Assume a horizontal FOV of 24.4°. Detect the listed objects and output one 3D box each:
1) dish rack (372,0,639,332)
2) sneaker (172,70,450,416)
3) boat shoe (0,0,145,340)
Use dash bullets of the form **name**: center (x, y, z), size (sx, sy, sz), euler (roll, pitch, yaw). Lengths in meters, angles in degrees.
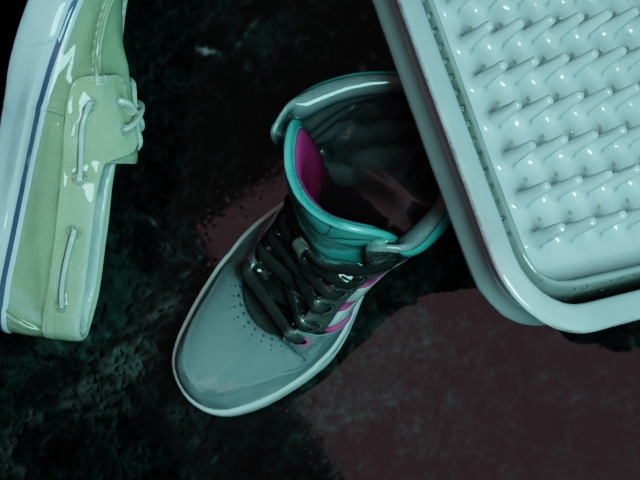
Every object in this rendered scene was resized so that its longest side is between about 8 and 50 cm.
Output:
- **dish rack**: center (0.151, -0.110, 0.888), size (0.072, 0.286, 0.332), euler (-34, 72, 52)
- **sneaker**: center (0.000, 0.000, 0.928), size (0.295, 0.178, 0.124), euler (-46, 75, 6)
- **boat shoe**: center (-0.170, -0.076, 1.033), size (0.094, 0.109, 0.302), euler (15, 97, 1)
